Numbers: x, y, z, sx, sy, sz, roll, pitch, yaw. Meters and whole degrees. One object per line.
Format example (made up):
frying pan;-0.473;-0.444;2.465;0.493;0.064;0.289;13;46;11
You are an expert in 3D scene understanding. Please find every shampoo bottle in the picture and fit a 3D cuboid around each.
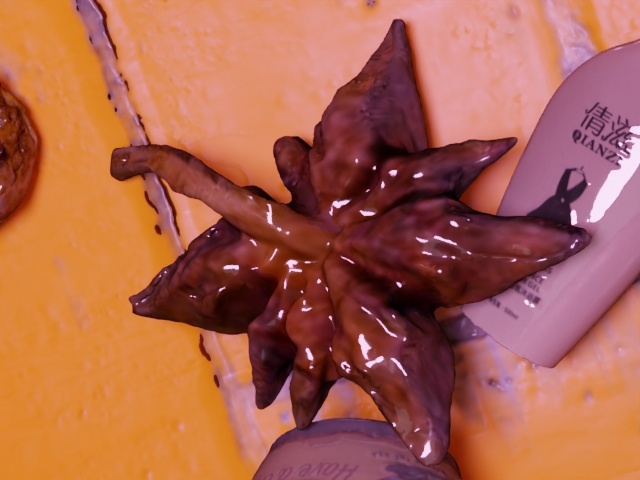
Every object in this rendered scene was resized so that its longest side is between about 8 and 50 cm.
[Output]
shampoo bottle;0.192;-0.040;0.966;0.127;0.078;0.257;37;103;33

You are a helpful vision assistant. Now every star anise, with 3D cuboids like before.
star anise;0.002;-0.001;0.978;0.292;0.109;0.349;-34;60;2

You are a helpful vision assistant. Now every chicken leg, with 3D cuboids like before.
chicken leg;-0.294;-0.014;1.101;0.107;0.087;0.252;35;111;29

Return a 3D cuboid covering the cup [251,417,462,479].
cup;0.020;0.284;0.984;0.227;0.301;0.257;10;54;1
